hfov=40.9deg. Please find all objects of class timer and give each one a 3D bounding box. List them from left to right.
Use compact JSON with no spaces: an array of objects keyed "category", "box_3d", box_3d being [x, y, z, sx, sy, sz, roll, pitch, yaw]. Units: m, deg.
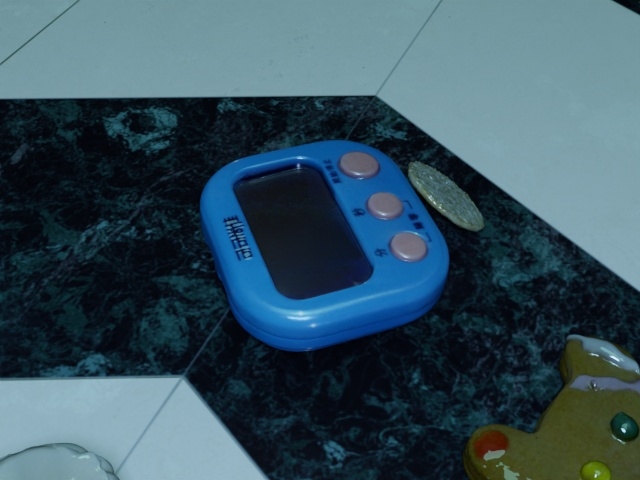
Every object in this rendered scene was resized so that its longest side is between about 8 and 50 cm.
[{"category":"timer","box_3d":[0.000,0.000,1.225,0.309,0.115,0.340,-13,49,-16]}]

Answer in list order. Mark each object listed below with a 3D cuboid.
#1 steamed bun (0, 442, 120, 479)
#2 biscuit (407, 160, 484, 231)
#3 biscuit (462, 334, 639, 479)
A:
[{"category":"steamed bun","box_3d":[-0.302,0.314,0.938,0.183,0.106,0.182,2,50,-2]},{"category":"biscuit","box_3d":[0.189,-0.067,1.303,0.152,0.020,0.152,32,25,-17]},{"category":"biscuit","box_3d":[0.304,0.292,0.993,0.283,0.064,0.432,36,56,28]}]
